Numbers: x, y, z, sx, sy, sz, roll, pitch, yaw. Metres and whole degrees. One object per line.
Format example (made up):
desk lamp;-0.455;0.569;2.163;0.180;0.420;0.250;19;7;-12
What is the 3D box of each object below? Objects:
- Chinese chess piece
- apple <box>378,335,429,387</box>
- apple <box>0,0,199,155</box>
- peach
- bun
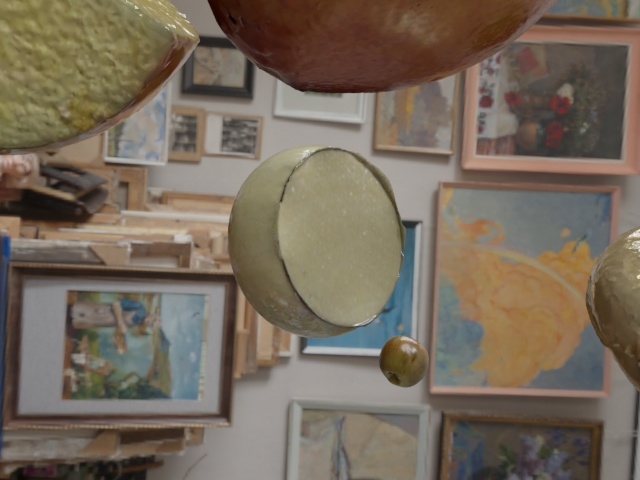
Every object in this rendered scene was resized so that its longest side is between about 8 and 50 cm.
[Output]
Chinese chess piece;0.000;0.000;1.161;0.141;0.338;0.337;-9;-105;46
apple;0.134;0.197;1.084;0.071;0.084;0.084;-58;168;-30
apple;-0.284;-0.223;0.630;0.309;0.314;0.252;-123;-159;-64
peach;0.038;-0.213;0.424;0.238;0.281;0.281;55;2;-9
bun;0.440;0.091;0.717;0.164;0.299;0.298;-54;-157;33
